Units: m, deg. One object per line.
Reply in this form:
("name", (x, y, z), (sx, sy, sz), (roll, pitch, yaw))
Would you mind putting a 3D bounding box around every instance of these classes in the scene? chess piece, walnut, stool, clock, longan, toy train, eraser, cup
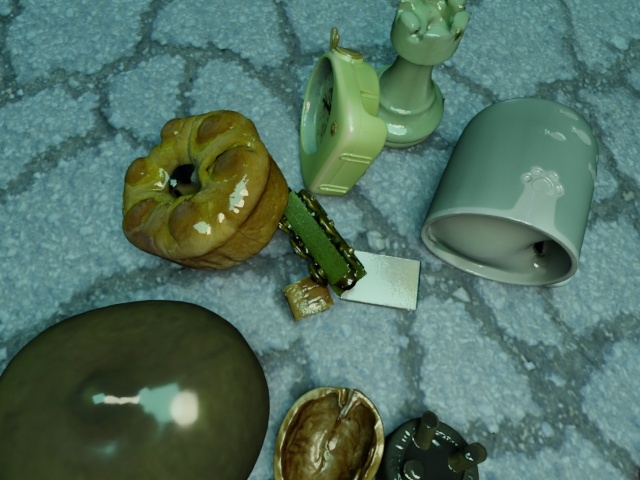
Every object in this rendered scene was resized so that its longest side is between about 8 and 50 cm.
("chess piece", (0.178, -0.331, 0.837), (0.195, 0.299, 0.194), (1, 72, -3))
("walnut", (0.012, 0.344, 0.719), (0.167, 0.087, 0.211), (28, 77, 12))
("stool", (0.179, 0.380, 0.666), (0.154, 0.139, 0.227), (-5, 54, -14))
("clock", (0.033, -0.260, 0.849), (0.096, 0.235, 0.307), (4, 66, -19))
("longan", (-0.255, 0.246, 0.614), (0.362, 0.361, 0.360), (1, 72, -2))
("toy train", (0.000, 0.000, 0.794), (0.090, 0.137, 0.225), (-38, 72, 9))
("eraser", (0.118, 0.079, 0.844), (0.151, 0.023, 0.103), (9, 71, 1))
("cup", (0.392, -0.070, 0.811), (0.357, 0.259, 0.274), (33, 70, -25))

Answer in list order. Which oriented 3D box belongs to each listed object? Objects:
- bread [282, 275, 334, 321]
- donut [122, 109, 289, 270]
("bread", (-0.023, 0.106, 0.801), (0.083, 0.076, 0.070), (-23, 78, -9))
("donut", (-0.211, -0.085, 0.762), (0.299, 0.150, 0.317), (-37, 52, 7))
